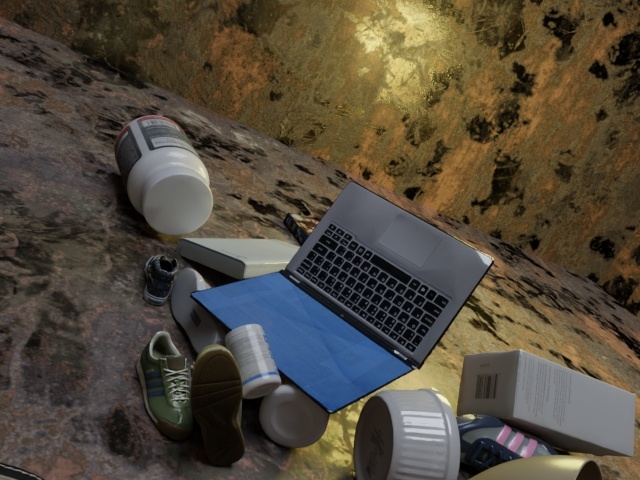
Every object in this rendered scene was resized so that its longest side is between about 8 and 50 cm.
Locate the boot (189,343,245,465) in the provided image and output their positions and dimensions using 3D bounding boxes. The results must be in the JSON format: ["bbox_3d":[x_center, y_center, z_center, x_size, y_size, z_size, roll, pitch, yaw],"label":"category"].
[{"bbox_3d":[-0.168,0.221,0.990,0.077,0.213,0.165,-10,28,-13],"label":"boot"}]

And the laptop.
[{"bbox_3d":[0.045,0.072,1.212,0.382,0.408,0.236,33,-7,32],"label":"laptop"}]

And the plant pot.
[{"bbox_3d":[0.306,0.460,0.967,0.191,0.284,0.284,2,0,37],"label":"plant pot"}]

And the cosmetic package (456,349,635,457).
[{"bbox_3d":[0.520,0.380,1.449,0.365,0.155,0.197,22,-22,-23],"label":"cosmetic package"}]

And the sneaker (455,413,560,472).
[{"bbox_3d":[0.387,0.448,1.283,0.319,0.112,0.131,19,17,-20],"label":"sneaker"}]

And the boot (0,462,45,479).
[{"bbox_3d":[-0.479,0.202,0.715,0.377,0.138,0.284,15,22,-18],"label":"boot"}]

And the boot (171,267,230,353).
[{"bbox_3d":[-0.214,0.160,1.278,0.123,0.095,0.258,29,16,-40],"label":"boot"}]

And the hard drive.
[{"bbox_3d":[-0.155,0.041,1.611,0.233,0.047,0.353,18,11,35],"label":"hard drive"}]

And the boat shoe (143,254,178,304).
[{"bbox_3d":[-0.335,0.059,1.351,0.065,0.083,0.183,21,20,-20],"label":"boat shoe"}]

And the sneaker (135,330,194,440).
[{"bbox_3d":[-0.248,0.226,1.027,0.064,0.086,0.192,11,25,-39],"label":"sneaker"}]

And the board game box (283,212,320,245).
[{"bbox_3d":[0.000,0.000,2.033,0.165,0.042,0.243,13,23,-37],"label":"board game box"}]

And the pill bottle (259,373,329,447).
[{"bbox_3d":[-0.034,0.270,1.157,0.121,0.121,0.216,27,18,-1],"label":"pill bottle"}]

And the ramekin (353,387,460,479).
[{"bbox_3d":[0.136,0.351,1.064,0.109,0.207,0.207,11,23,-18],"label":"ramekin"}]

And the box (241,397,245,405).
[{"bbox_3d":[-0.171,0.261,1.150,0.083,0.018,0.067,25,19,-6],"label":"box"}]

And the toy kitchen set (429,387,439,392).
[{"bbox_3d":[0.271,0.372,1.376,0.083,0.075,0.068,7,28,-37],"label":"toy kitchen set"}]

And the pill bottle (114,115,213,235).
[{"bbox_3d":[-0.414,-0.174,1.660,0.210,0.210,0.363,15,23,-33],"label":"pill bottle"}]

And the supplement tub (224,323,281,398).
[{"bbox_3d":[-0.113,0.201,1.044,0.071,0.071,0.107,8,50,-45],"label":"supplement tub"}]
